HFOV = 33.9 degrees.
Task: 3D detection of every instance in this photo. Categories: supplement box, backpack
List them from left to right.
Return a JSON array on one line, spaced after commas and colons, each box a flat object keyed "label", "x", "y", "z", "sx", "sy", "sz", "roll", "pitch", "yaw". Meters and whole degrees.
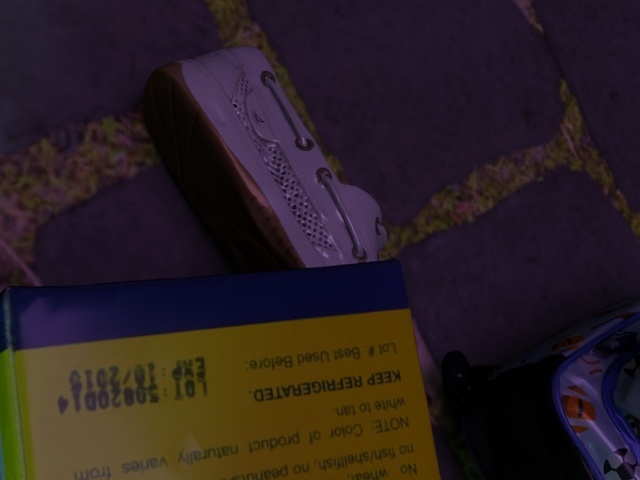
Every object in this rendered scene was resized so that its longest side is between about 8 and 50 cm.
[{"label": "supplement box", "x": -0.059, "y": 0.205, "z": 0.505, "sx": 0.194, "sy": 0.195, "sz": 0.357, "roll": -3, "pitch": 78, "yaw": -30}, {"label": "backpack", "x": 0.260, "y": 0.139, "z": 0.704, "sx": 0.263, "sy": 0.213, "sz": 0.277, "roll": -26, "pitch": 88, "yaw": -42}]

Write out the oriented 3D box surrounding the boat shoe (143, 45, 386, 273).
[{"label": "boat shoe", "x": 0.000, "y": 0.000, "z": 0.647, "sx": 0.096, "sy": 0.098, "sz": 0.277, "roll": -30, "pitch": 91, "yaw": -31}]
